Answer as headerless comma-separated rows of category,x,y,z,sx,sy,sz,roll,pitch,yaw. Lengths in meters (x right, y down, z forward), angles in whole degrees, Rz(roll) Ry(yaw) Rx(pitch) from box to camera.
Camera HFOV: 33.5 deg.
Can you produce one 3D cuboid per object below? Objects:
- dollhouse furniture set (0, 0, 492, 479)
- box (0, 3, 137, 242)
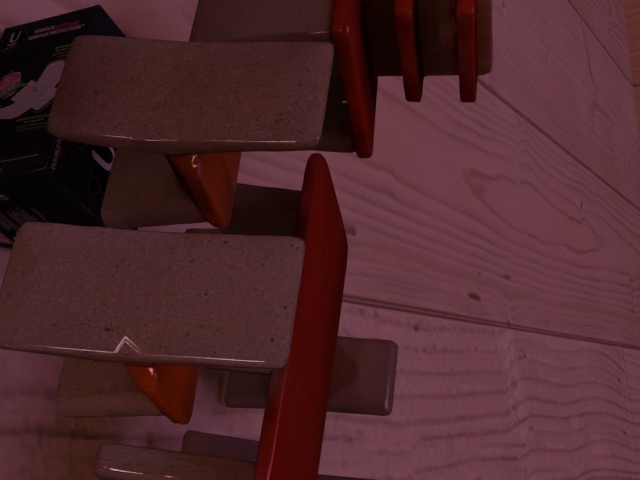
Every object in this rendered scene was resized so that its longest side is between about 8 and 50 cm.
dollhouse furniture set,0.000,0.000,0.460,0.262,0.135,0.259,73,22,-60
box,-0.105,-0.043,0.441,0.062,0.052,0.083,51,40,-49
